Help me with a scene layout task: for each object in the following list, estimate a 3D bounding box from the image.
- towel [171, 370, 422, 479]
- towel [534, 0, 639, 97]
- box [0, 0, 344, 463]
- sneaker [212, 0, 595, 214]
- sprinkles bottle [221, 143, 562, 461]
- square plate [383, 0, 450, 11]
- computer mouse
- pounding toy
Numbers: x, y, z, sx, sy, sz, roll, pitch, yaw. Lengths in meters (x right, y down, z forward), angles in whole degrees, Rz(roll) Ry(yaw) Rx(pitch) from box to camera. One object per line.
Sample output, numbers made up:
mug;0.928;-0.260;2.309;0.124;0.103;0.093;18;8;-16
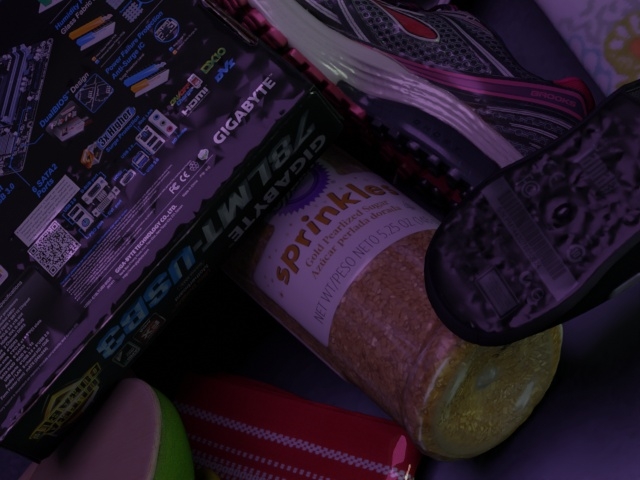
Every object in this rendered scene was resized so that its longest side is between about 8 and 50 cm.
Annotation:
towel;-0.056;0.223;1.040;0.199;0.031;0.275;11;71;35
towel;0.290;-0.211;1.020;0.320;0.090;0.374;-37;59;12
box;-0.186;-0.061;1.054;0.293;0.073;0.295;40;88;27
sneaker;0.043;-0.125;1.087;0.299;0.121;0.112;37;79;8
sprinkles bottle;0.000;0.000;1.073;0.121;0.121;0.355;-49;51;-2
square plate;0.025;-0.319;1.284;0.347;0.049;0.344;17;74;37
computer mouse;0.195;-0.006;0.882;0.262;0.060;0.184;-42;59;8
pounding toy;-0.121;0.185;1.032;0.183;0.110;0.237;-60;25;-1
